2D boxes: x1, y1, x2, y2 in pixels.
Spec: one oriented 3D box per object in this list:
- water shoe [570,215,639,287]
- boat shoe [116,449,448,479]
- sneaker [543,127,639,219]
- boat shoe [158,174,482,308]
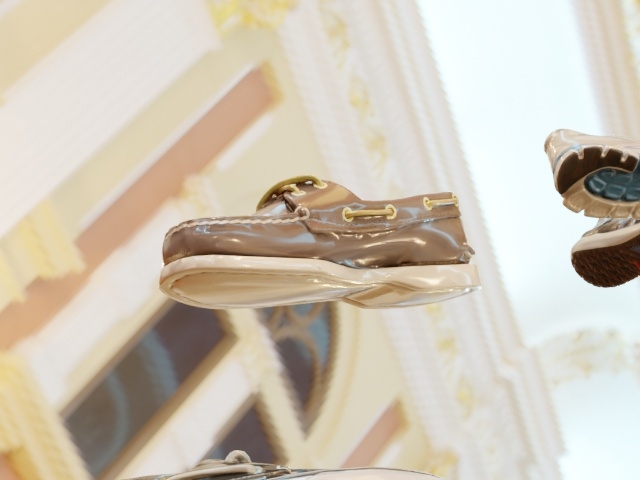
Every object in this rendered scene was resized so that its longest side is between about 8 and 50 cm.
[{"bbox_3d":[0.320,-0.011,1.639,0.203,0.080,0.073,-9,-53,46],"label":"water shoe"},{"bbox_3d":[-0.064,0.186,1.136,0.335,0.119,0.121,-6,-60,-6],"label":"boat shoe"},{"bbox_3d":[0.251,-0.045,1.336,0.190,0.083,0.071,21,-69,-23],"label":"sneaker"},{"bbox_3d":[0.000,0.000,1.439,0.116,0.324,0.097,-20,-107,47],"label":"boat shoe"}]
